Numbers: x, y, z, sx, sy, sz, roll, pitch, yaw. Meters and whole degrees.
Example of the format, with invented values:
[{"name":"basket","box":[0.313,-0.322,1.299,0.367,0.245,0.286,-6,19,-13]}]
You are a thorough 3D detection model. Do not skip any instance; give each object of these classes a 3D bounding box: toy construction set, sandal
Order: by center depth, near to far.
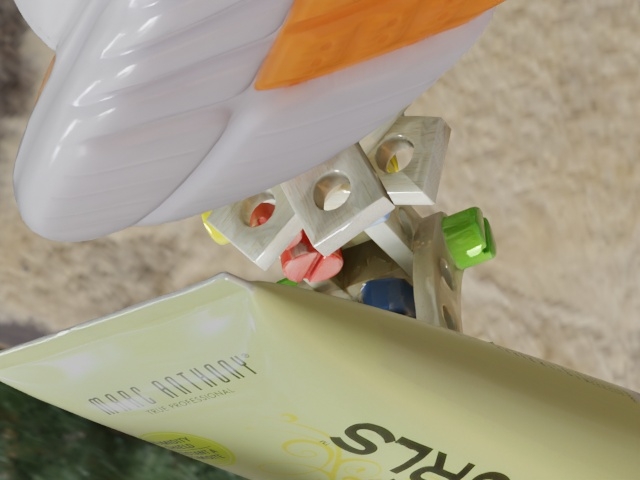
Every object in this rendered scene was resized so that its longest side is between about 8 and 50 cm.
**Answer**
[{"name":"sandal","box":[0.012,-0.111,0.324,0.076,0.102,0.265,49,129,24]},{"name":"toy construction set","box":[0.000,0.000,0.915,0.151,0.327,0.215,-12,59,7]}]

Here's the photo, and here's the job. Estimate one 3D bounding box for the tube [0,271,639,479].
[{"name":"tube","box":[0.028,0.052,0.522,0.070,0.240,0.062,-55,44,13]}]
